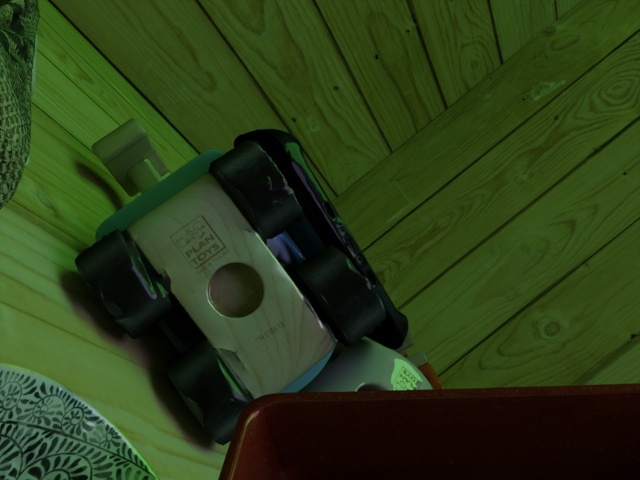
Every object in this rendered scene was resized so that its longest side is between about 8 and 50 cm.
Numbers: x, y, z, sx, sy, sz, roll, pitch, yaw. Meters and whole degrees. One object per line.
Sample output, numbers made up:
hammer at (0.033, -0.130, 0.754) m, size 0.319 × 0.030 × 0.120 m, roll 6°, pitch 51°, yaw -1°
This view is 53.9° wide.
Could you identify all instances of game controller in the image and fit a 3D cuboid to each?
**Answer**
game controller at (0.000, 0.000, 0.785) m, size 0.319 × 0.067 × 0.166 m, roll 57°, pitch -7°, yaw -17°

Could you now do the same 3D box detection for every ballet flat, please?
ballet flat at (-0.351, -0.179, 0.625) m, size 0.482 × 0.164 × 0.182 m, roll -119°, pitch -167°, yaw -47°

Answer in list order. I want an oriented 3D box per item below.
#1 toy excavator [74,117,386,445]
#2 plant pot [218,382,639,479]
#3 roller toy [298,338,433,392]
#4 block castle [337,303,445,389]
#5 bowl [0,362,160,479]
toy excavator at (-0.168, 0.004, 0.822) m, size 0.433 × 0.222 × 0.445 m, roll 53°, pitch -12°, yaw -3°
plant pot at (0.091, 0.238, 0.251) m, size 0.267 × 0.268 × 0.235 m, roll -76°, pitch 161°, yaw -61°
roller toy at (0.060, 0.238, 0.864) m, size 0.209 × 0.146 × 0.191 m, roll 11°, pitch -48°, yaw 31°
block castle at (0.110, 0.309, 1.138) m, size 0.453 × 0.213 × 0.303 m, roll 62°, pitch -2°, yaw 48°
bowl at (-0.129, 0.141, 0.260) m, size 0.170 × 0.080 × 0.170 m, roll 51°, pitch 2°, yaw -3°
